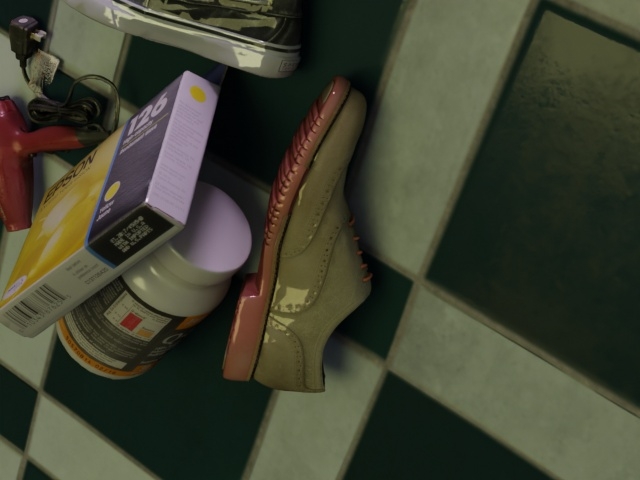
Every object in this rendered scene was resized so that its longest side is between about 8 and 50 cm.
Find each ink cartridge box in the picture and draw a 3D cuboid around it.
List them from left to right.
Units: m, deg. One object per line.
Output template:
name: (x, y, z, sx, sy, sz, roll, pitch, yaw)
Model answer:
ink cartridge box: (-0.247, -0.069, 1.489, 0.072, 0.307, 0.304, 34, 131, -27)

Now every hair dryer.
hair dryer: (-0.395, -0.135, 1.680, 0.223, 0.080, 0.293, 42, 125, 27)

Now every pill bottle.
pill bottle: (-0.211, 0.051, 1.560, 0.162, 0.162, 0.278, 55, 133, 7)

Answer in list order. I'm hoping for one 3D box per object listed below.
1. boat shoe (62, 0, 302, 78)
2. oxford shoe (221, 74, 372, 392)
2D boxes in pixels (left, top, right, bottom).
boat shoe: (-0.164, -0.296, 1.482, 0.335, 0.121, 0.119, 19, 107, 16)
oxford shoe: (0.000, 0.000, 1.469, 0.147, 0.140, 0.397, 17, 113, -4)
